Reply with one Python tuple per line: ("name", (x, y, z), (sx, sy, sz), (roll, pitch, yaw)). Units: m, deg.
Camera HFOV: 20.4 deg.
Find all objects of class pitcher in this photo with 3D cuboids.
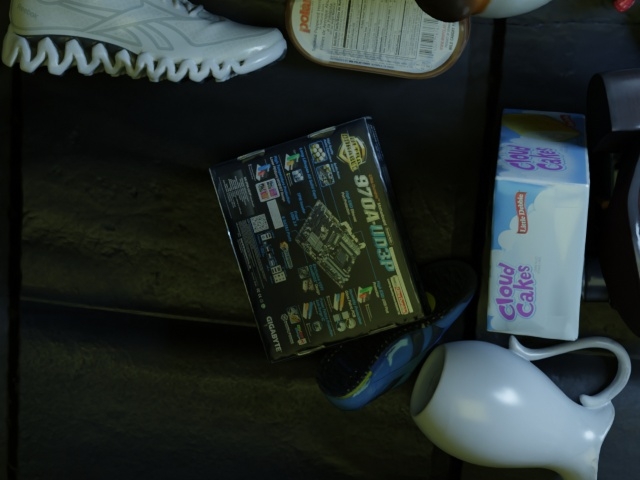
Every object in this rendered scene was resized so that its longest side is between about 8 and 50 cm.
("pitcher", (0.214, 0.161, 1.870), (0.207, 0.125, 0.177), (23, 89, -12))

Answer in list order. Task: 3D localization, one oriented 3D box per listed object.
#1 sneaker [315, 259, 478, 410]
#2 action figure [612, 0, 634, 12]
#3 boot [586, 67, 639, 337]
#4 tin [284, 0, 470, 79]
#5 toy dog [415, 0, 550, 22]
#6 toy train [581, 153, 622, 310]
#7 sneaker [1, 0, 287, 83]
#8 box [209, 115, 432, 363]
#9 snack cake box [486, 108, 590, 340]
("sneaker", (0.088, 0.103, 1.892), (0.209, 0.082, 0.069), (-42, 56, 3))
("action figure", (0.385, -0.345, 1.700), (0.091, 0.139, 0.280), (46, 129, -12))
("boot", (0.404, -0.042, 1.689), (0.280, 0.096, 0.264), (-2, 71, -11))
("tin", (0.057, -0.222, 1.797), (0.190, 0.040, 0.106), (8, 104, 4))
("toy dog", (0.250, -0.345, 1.587), (0.408, 0.284, 0.395), (-18, 115, 38))
("toy train", (0.424, -0.006, 1.775), (0.334, 0.142, 0.190), (-1, 97, 6))
("sneaker", (-0.179, -0.221, 1.793), (0.292, 0.110, 0.118), (5, 100, 5))
("box", (0.000, 0.000, 1.839), (0.175, 0.051, 0.220), (-18, 90, 12))
("snack cake box", (0.210, -0.022, 1.722), (0.089, 0.264, 0.152), (5, 108, 5))
